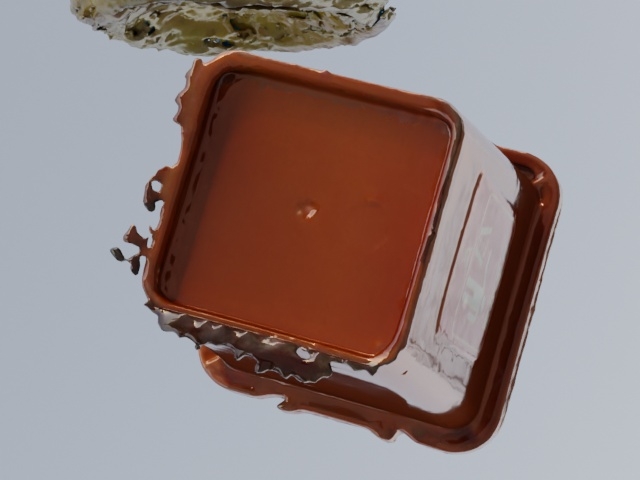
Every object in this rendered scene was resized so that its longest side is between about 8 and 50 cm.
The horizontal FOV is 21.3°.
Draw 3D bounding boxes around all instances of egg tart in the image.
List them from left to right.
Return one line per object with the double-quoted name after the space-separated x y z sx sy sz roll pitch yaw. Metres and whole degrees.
-0.064 -0.217 1.378 0.291 0.291 0.107 1 -92 -43 "egg tart"

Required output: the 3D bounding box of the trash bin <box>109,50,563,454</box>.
0.000 0.000 0.781 0.239 0.184 0.161 37 -112 -74 "trash bin"
